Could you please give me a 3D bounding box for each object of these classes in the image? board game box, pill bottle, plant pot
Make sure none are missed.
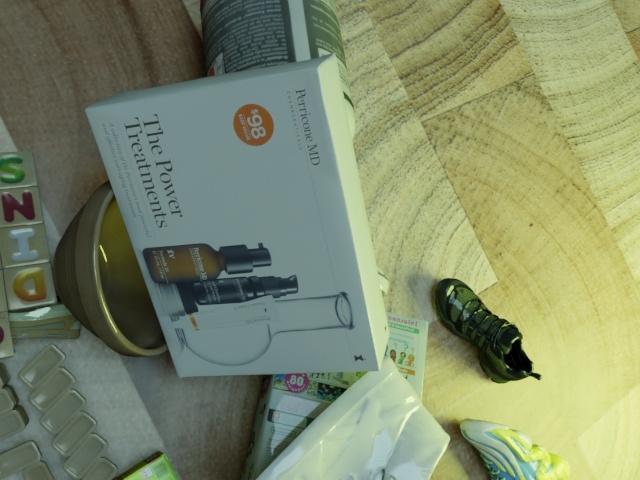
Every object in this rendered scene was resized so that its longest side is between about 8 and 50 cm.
[{"bbox_3d":[-0.212,0.389,0.866,0.092,0.043,0.181,-28,91,-27],"label":"board game box"},{"bbox_3d":[-0.062,-0.221,0.945,0.210,0.210,0.363,2,67,-25],"label":"pill bottle"},{"bbox_3d":[-0.271,0.036,0.850,0.110,0.237,0.237,-5,78,15],"label":"plant pot"},{"bbox_3d":[0.025,0.242,0.936,0.224,0.097,0.303,16,64,-10],"label":"board game box"}]

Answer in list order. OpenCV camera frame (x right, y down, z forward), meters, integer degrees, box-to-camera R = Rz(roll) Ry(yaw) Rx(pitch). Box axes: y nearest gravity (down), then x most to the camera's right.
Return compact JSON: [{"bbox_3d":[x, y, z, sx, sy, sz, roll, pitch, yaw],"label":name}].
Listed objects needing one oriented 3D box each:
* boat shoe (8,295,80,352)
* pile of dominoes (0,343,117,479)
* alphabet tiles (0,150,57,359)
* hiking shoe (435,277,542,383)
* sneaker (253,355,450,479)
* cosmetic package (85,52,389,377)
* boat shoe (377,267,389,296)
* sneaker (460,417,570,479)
[{"bbox_3d":[-0.406,0.116,0.827,0.190,0.068,0.072,-3,96,-24],"label":"boat shoe"},{"bbox_3d":[-0.370,0.276,0.815,0.196,0.040,0.251,-25,94,-11],"label":"pile of dominoes"},{"bbox_3d":[-0.492,-0.002,0.792,0.285,0.011,0.342,-8,68,-26],"label":"alphabet tiles"},{"bbox_3d":[0.295,0.150,1.115,0.086,0.114,0.227,-44,99,-26],"label":"hiking shoe"},{"bbox_3d":[0.040,0.294,0.806,0.292,0.108,0.169,-35,78,-27],"label":"sneaker"},{"bbox_3d":[-0.087,-0.012,0.794,0.097,0.284,0.377,-65,145,-62],"label":"cosmetic package"},{"bbox_3d":[0.000,0.000,1.025,0.267,0.096,0.088,28,69,-6],"label":"boat shoe"},{"bbox_3d":[0.325,0.394,1.090,0.240,0.091,0.126,29,69,-18],"label":"sneaker"}]
